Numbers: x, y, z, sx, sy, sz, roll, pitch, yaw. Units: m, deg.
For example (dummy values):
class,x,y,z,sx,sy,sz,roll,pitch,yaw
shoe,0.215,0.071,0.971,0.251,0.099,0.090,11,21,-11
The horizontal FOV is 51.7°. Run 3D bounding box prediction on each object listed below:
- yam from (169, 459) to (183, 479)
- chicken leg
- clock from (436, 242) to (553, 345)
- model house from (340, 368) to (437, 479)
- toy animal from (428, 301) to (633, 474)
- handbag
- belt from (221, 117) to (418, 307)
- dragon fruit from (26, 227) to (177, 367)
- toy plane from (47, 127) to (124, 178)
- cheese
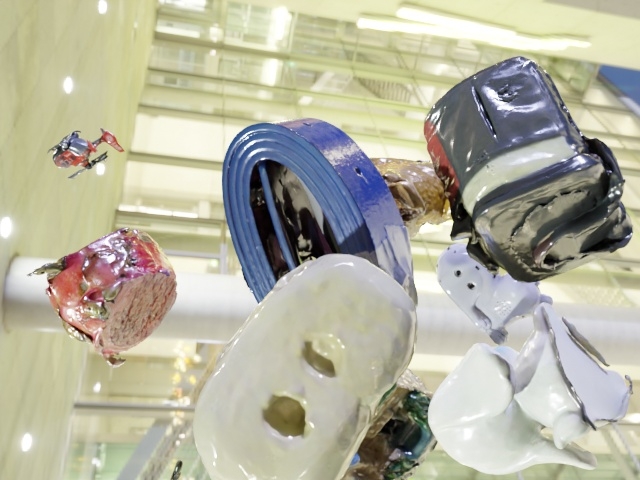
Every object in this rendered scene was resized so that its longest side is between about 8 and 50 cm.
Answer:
class,x,y,z,sx,sy,sz,roll,pitch,yaw
yam,-0.222,0.370,0.985,0.014,0.014,0.107,-112,-140,-64
chicken leg,0.156,-0.073,1.142,0.409,0.295,0.182,112,-28,-88
clock,0.273,0.067,1.059,0.117,0.176,0.080,-46,171,20
model house,0.040,0.494,1.765,0.445,0.400,0.395,-49,-132,7
toy animal,0.307,0.251,0.985,0.174,0.249,0.289,-59,176,-49
handbag,0.227,-0.058,0.737,0.254,0.181,0.181,37,31,-53
belt,0.000,0.000,0.898,0.212,0.117,0.347,-22,-89,31
dragon fruit,-0.338,0.096,1.089,0.211,0.147,0.282,-48,164,10
toy plane,-0.340,-0.128,0.950,0.145,0.060,0.037,-17,-151,35
cheese,-0.018,0.145,0.679,0.248,0.173,0.251,-60,-174,-35
